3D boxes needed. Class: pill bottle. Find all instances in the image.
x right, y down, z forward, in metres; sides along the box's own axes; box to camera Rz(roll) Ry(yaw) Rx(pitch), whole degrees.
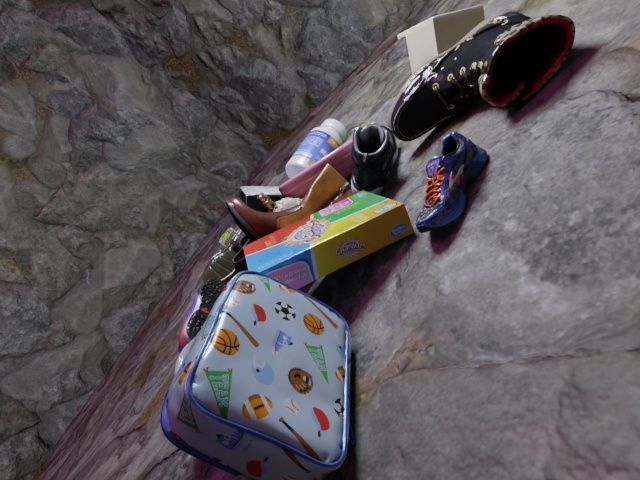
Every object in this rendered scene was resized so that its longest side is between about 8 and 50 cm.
[{"bbox_3d":[-0.004,-0.335,1.615,0.152,0.152,0.272,-16,38,59],"label":"pill bottle"}]

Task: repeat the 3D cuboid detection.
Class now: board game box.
[{"bbox_3d":[0.000,0.000,0.884,0.316,0.064,0.242,-26,17,-7],"label":"board game box"}]

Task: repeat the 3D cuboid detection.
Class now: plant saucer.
[{"bbox_3d":[0.027,-0.219,1.307,0.332,0.084,0.332,-32,9,6],"label":"plant saucer"}]

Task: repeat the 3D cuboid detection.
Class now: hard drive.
[{"bbox_3d":[-0.171,-0.159,1.552,0.339,0.236,0.064,-141,51,-73],"label":"hard drive"}]

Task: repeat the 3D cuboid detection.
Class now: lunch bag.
[{"bbox_3d":[-0.065,0.190,0.596,0.115,0.243,0.303,-54,12,28],"label":"lunch bag"}]

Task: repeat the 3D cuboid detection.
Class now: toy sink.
[{"bbox_3d":[0.343,-0.563,1.215,0.152,0.131,0.234,-18,18,-10],"label":"toy sink"}]

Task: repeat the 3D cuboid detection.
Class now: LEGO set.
[{"bbox_3d":[-0.413,0.040,1.892,0.132,0.107,0.287,-21,33,56],"label":"LEGO set"}]

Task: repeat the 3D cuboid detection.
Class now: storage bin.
[{"bbox_3d":[-0.214,-0.011,1.508,0.084,0.122,0.180,-18,36,58],"label":"storage bin"}]

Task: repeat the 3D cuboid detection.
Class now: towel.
[{"bbox_3d":[0.152,-0.396,1.574,0.110,0.027,0.148,-50,17,-3],"label":"towel"}]

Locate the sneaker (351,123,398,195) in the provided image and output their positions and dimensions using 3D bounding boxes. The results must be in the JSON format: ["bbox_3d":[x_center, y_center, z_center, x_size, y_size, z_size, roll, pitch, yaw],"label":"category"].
[{"bbox_3d":[0.143,-0.243,1.071,0.153,0.101,0.269,84,-160,-50],"label":"sneaker"}]

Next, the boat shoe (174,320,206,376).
[{"bbox_3d":[-0.326,0.317,1.186,0.094,0.109,0.302,-59,5,21],"label":"boat shoe"}]

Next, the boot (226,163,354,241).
[{"bbox_3d":[-0.058,-0.092,1.055,0.280,0.264,0.096,-50,-5,-14],"label":"boot"}]

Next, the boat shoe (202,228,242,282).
[{"bbox_3d":[-0.375,0.079,1.758,0.307,0.110,0.104,-52,0,-29],"label":"boat shoe"}]

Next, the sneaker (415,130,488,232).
[{"bbox_3d":[0.215,-0.104,0.749,0.083,0.087,0.221,-21,34,57],"label":"sneaker"}]

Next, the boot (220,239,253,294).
[{"bbox_3d":[-0.242,0.097,1.271,0.248,0.090,0.207,-47,-20,-15],"label":"boot"}]

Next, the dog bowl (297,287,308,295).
[{"bbox_3d":[-0.138,0.230,0.888,0.349,0.102,0.349,-44,19,19],"label":"dog bowl"}]

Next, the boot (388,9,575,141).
[{"bbox_3d":[0.320,-0.338,0.905,0.377,0.138,0.284,-37,21,16],"label":"boot"}]

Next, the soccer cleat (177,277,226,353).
[{"bbox_3d":[-0.422,0.258,1.495,0.116,0.108,0.318,-44,21,29],"label":"soccer cleat"}]

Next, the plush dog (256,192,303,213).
[{"bbox_3d":[-0.091,-0.032,1.206,0.262,0.210,0.225,-55,-5,-14],"label":"plush dog"}]
